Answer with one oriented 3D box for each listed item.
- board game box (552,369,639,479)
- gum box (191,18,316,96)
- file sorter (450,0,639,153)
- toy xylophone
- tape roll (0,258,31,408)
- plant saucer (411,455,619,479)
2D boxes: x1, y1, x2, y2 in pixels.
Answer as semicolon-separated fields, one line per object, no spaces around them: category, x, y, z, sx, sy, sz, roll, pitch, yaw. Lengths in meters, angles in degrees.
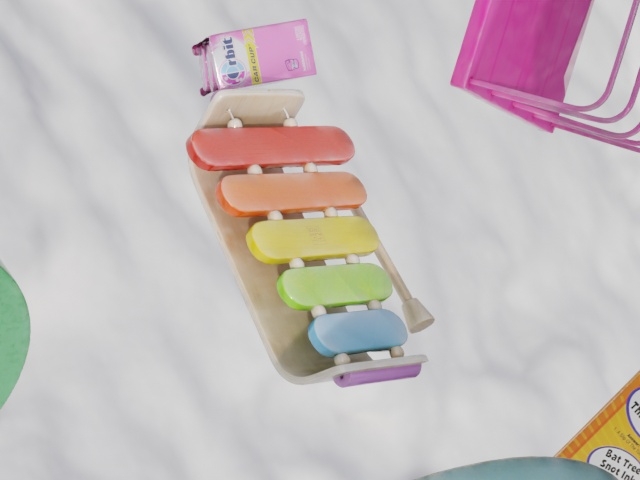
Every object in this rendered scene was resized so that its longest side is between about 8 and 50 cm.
board game box;0.392;0.357;2.036;0.356;0.356;0.356;46;10;12
gum box;-0.076;-0.198;2.053;0.188;0.107;0.062;-165;-116;-80
file sorter;0.305;-0.221;2.086;0.291;0.182;0.202;15;93;-63
toy xylophone;0.000;0.000;1.771;0.236;0.081;0.322;-15;69;-47
tape roll;-0.413;0.107;1.639;0.077;0.321;0.321;49;13;35
plant saucer;0.069;0.253;1.240;0.317;0.317;0.043;32;26;-49
